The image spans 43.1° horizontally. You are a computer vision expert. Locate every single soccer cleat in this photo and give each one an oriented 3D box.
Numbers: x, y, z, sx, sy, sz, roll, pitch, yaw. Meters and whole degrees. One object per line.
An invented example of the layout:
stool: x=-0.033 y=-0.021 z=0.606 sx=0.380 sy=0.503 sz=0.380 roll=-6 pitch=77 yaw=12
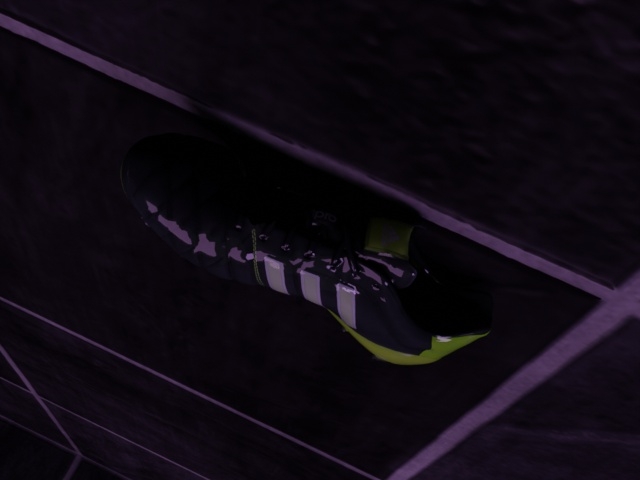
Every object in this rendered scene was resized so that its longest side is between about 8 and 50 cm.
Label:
soccer cleat: x=0.000 y=0.000 z=0.356 sx=0.179 sy=0.060 sz=0.072 roll=31 pitch=145 yaw=-24
